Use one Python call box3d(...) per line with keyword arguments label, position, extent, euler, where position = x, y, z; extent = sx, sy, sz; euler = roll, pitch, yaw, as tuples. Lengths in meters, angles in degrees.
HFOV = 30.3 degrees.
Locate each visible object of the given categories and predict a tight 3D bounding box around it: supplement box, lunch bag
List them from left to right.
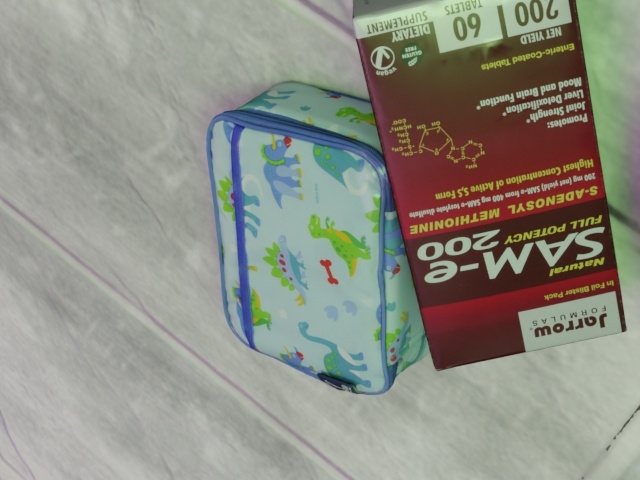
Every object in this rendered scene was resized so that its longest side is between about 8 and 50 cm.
box3d(label="lunch bag", position=(0.000, 0.000, 0.886), extent=(0.176, 0.090, 0.219), euler=(21, 127, 32))
box3d(label="supplement box", position=(0.107, -0.047, 0.739), extent=(0.130, 0.073, 0.239), euler=(-13, 113, 7))
